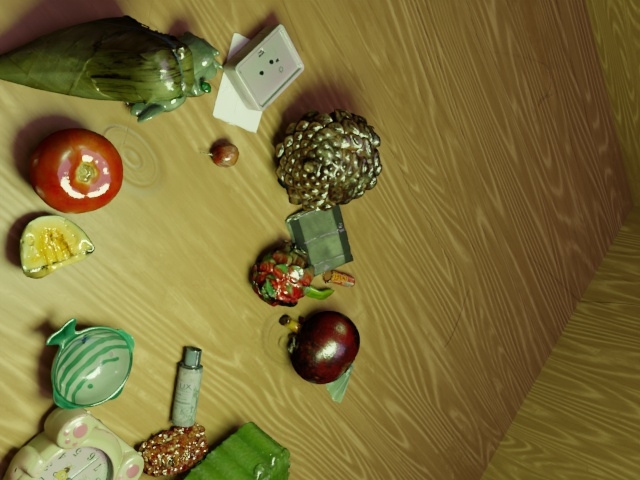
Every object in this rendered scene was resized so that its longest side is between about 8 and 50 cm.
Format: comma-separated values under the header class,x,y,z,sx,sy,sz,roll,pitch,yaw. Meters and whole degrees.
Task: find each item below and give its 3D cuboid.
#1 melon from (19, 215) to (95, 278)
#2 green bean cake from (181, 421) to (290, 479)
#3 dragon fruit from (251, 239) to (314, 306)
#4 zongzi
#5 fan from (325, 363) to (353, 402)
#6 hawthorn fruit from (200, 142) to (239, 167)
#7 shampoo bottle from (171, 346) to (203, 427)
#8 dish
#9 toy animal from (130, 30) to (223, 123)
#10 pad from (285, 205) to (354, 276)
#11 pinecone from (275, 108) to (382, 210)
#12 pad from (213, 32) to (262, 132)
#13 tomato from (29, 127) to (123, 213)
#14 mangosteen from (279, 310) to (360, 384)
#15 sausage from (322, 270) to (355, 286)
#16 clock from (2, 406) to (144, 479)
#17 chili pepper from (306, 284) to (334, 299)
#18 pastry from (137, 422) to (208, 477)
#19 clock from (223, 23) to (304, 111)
class,x,y,z,sx,sy,sz,roll,pitch,yaw
melon,-0.596,0.009,1.429,0.160,0.079,0.128,-22,98,-37
green bean cake,-0.230,0.716,1.812,0.319,0.218,0.335,-39,149,-34
dragon fruit,-0.105,0.100,1.857,0.189,0.182,0.182,-41,128,-6
zongzi,-0.463,-0.344,1.290,0.361,0.323,0.159,-20,122,-35
fan,0.069,0.452,2.233,0.131,0.009,0.240,-1,102,-41
hawthorn fruit,-0.263,-0.223,1.688,0.103,0.067,0.066,-4,104,-41
shampoo bottle,-0.360,0.396,1.761,0.072,0.072,0.213,4,99,-45
dish,-0.558,0.278,1.529,0.224,0.078,0.246,-45,129,-26
toy animal,-0.350,-0.371,1.545,0.251,0.127,0.125,-47,142,-6
pad,0.000,0.000,1.987,0.174,0.022,0.233,-22,120,-11
pinecone,0.028,-0.234,1.837,0.296,0.242,0.298,0,122,-46
pad,-0.200,-0.418,1.735,0.156,0.004,0.231,14,91,-46
tomato,-0.528,-0.150,1.400,0.195,0.136,0.195,-12,108,-39
mangosteen,-0.014,0.310,2.000,0.261,0.235,0.235,34,72,1
sausage,0.069,0.129,2.117,0.145,0.048,0.050,20,49,-46
clock,-0.609,0.570,1.538,0.309,0.114,0.284,-50,132,-21
chili pepper,-0.030,0.150,2.025,0.202,0.052,0.050,32,48,-44
pastry,-0.395,0.568,1.749,0.209,0.115,0.097,-12,129,-48
clock,-0.149,-0.460,1.724,0.197,0.063,0.150,-51,131,-23
